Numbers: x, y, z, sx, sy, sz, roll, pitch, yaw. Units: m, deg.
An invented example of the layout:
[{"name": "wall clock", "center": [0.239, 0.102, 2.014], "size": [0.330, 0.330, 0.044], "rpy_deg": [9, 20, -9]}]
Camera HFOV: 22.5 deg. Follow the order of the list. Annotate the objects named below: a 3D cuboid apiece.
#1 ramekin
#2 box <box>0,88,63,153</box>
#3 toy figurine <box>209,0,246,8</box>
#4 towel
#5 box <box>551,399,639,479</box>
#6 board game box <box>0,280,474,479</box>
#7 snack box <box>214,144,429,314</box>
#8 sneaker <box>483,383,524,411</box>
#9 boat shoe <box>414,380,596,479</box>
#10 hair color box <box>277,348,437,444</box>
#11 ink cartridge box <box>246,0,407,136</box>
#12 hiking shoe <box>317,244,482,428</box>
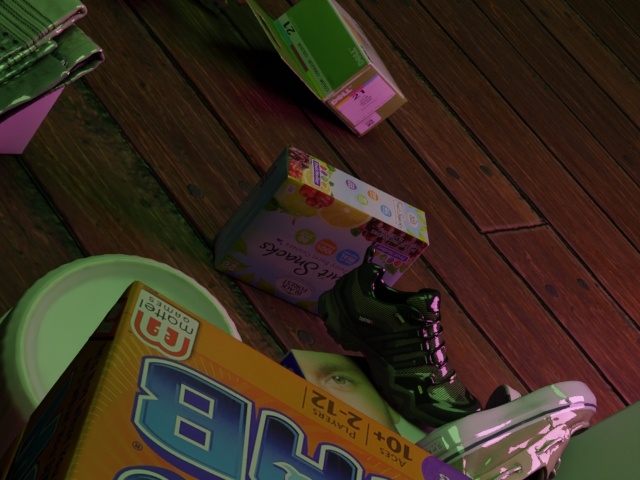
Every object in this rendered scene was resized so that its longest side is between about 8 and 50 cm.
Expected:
[{"name": "ramekin", "center": [-0.192, 0.137, 1.528], "size": [0.273, 0.127, 0.272], "rpy_deg": [10, 57, -15]}, {"name": "box", "center": [-0.391, -0.205, 1.875], "size": [0.091, 0.130, 0.170], "rpy_deg": [-1, 49, -48]}, {"name": "toy figurine", "center": [-0.246, -0.469, 2.323], "size": [0.362, 0.191, 0.217], "rpy_deg": [36, 24, -2]}, {"name": "towel", "center": [-0.444, -0.234, 1.761], "size": [0.312, 0.056, 0.324], "rpy_deg": [-35, 67, -26]}, {"name": "box", "center": [0.407, 0.385, 1.824], "size": [0.215, 0.168, 0.345], "rpy_deg": [50, 14, -49]}, {"name": "board game box", "center": [-0.111, 0.330, 1.218], "size": [0.356, 0.356, 0.356], "rpy_deg": [32, 30, -13]}, {"name": "snack box", "center": [0.000, 0.000, 1.982], "size": [0.207, 0.174, 0.070], "rpy_deg": [27, 35, -22]}, {"name": "sneaker", "center": [0.286, 0.284, 1.996], "size": [0.163, 0.086, 0.226], "rpy_deg": [30, 29, -11]}, {"name": "boat shoe", "center": [0.206, 0.225, 1.716], "size": [0.302, 0.109, 0.094], "rpy_deg": [-12, 69, -48]}, {"name": "hair color box", "center": [0.071, 0.281, 1.740], "size": [0.185, 0.110, 0.339], "rpy_deg": [10, 39, -43]}, {"name": "ink cartridge box", "center": [0.001, -0.293, 2.381], "size": [0.255, 0.097, 0.188], "rpy_deg": [39, 17, -54]}, {"name": "hiking shoe", "center": [0.104, 0.113, 1.789], "size": [0.227, 0.114, 0.086], "rpy_deg": [42, 27, 3]}]
